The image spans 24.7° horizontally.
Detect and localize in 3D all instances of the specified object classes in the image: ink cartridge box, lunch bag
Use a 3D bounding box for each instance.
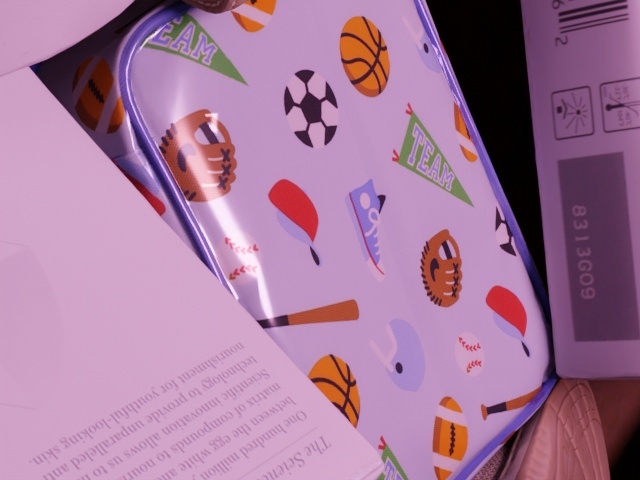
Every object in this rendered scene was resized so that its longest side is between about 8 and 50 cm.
[{"bbox_3d":[0.270,-0.090,0.876,0.385,0.091,0.308,-5,88,-44],"label":"ink cartridge box"},{"bbox_3d":[0.000,0.000,0.725,0.243,0.115,0.303,-39,113,-44],"label":"lunch bag"}]

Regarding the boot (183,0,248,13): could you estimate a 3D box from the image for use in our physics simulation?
[{"bbox_3d":[-0.138,-0.129,0.566,0.213,0.077,0.165,39,58,0],"label":"boot"}]

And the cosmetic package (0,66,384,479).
[{"bbox_3d":[-0.144,0.077,0.497,0.224,0.138,0.225,-28,66,-41],"label":"cosmetic package"}]

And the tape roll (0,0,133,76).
[{"bbox_3d":[-0.157,-0.194,0.485,0.286,0.100,0.286,6,68,-15],"label":"tape roll"}]

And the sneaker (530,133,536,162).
[{"bbox_3d":[0.180,-0.115,0.915,0.153,0.094,0.235,-53,131,-43],"label":"sneaker"}]

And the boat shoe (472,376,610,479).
[{"bbox_3d":[0.095,0.153,0.798,0.103,0.092,0.285,70,25,-15],"label":"boat shoe"}]
